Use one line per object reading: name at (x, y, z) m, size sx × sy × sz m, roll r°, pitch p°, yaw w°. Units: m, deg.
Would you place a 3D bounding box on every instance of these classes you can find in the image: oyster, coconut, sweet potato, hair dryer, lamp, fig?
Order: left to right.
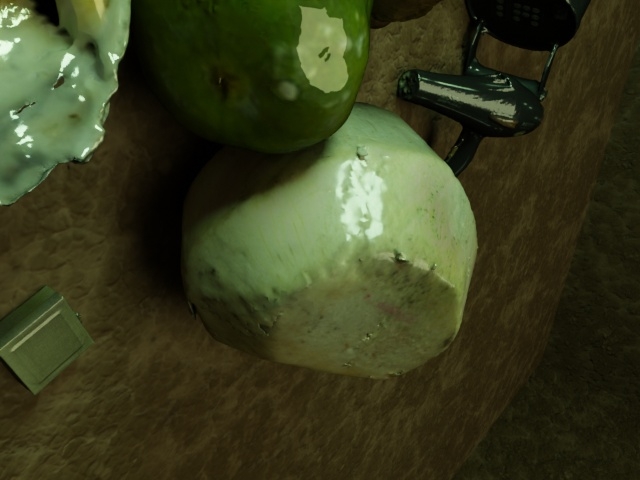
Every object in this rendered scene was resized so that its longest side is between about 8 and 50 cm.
oyster at (-0.232, -0.188, 0.438) m, size 0.271 × 0.100 × 0.275 m, roll -46°, pitch 132°, yaw -38°
fig at (-0.061, -0.220, 0.601) m, size 0.314 × 0.233 × 0.233 m, roll -98°, pitch -170°, yaw -60°
coconut at (0.000, 0.000, 0.730) m, size 0.353 × 0.353 × 0.352 m, roll -35°, pitch 137°, yaw -41°
sweet potato at (0.074, -0.292, 0.695) m, size 0.385 × 0.109 × 0.109 m, roll -128°, pitch -124°, yaw -77°
hair dryer at (0.232, -0.156, 1.157) m, size 0.304 × 0.120 × 0.359 m, roll 0°, pitch 131°, yaw -30°
lamp at (0.403, -0.486, 1.105) m, size 0.272 × 0.205 × 0.374 m, roll -53°, pitch 156°, yaw -26°

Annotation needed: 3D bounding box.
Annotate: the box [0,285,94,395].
box at (-0.283, 0.100, 0.624) m, size 0.083 × 0.035 × 0.079 m, roll -46°, pitch 143°, yaw -31°
